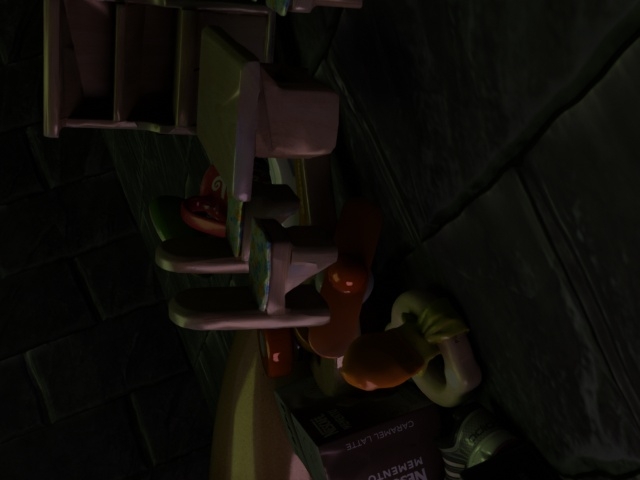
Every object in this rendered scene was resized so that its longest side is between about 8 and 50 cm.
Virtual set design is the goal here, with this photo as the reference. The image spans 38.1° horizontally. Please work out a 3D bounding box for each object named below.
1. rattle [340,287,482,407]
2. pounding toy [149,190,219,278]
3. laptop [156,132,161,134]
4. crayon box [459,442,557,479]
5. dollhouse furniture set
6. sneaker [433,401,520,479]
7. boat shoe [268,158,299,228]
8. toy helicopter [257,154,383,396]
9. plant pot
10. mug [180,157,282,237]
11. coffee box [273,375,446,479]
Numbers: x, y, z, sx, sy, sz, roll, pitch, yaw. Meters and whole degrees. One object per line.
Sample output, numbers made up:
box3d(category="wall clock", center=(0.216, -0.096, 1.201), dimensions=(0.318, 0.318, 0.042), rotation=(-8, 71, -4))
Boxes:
box3d(category="rattle", center=(0.069, 0.134, 0.955), dimensions=(0.130, 0.143, 0.200), rotation=(53, 158, -6))
box3d(category="pounding toy", center=(-0.219, -0.031, 1.787), dimensions=(0.183, 0.110, 0.237), rotation=(57, -168, 5))
box3d(category="laptop", center=(-0.176, -0.222, 1.269), dimensions=(0.264, 0.137, 0.234), rotation=(52, 164, 55))
box3d(category="crayon box", center=(0.207, 0.369, 0.873), dimensions=(0.202, 0.081, 0.318), rotation=(-126, 23, -44))
box3d(category="dollhouse furniture set", center=(-0.144, -0.152, 0.921), dimensions=(0.394, 0.257, 0.362), rotation=(-127, 40, -65))
box3d(category="sneaker", center=(0.147, 0.220, 0.930), dimensions=(0.074, 0.063, 0.170), rotation=(58, 155, 34))
box3d(category="boat shoe", center=(-0.036, -0.078, 1.172), dimensions=(0.063, 0.066, 0.184), rotation=(-139, 29, -83))
box3d(category="toy helicopter", center=(0.000, 0.000, 1.040), dimensions=(0.235, 0.140, 0.355), rotation=(-173, 77, -79))
box3d(category="plant pot", center=(-0.046, 0.216, 1.306), dimensions=(0.237, 0.237, 0.254), rotation=(-148, 54, -65))
box3d(category="mug", center=(-0.098, -0.032, 1.287), dimensions=(0.169, 0.150, 0.113), rotation=(42, 167, 49))
box3d(category="coffee box", center=(0.045, 0.223, 1.082), dimensions=(0.246, 0.141, 0.098), rotation=(-158, 50, -76))
